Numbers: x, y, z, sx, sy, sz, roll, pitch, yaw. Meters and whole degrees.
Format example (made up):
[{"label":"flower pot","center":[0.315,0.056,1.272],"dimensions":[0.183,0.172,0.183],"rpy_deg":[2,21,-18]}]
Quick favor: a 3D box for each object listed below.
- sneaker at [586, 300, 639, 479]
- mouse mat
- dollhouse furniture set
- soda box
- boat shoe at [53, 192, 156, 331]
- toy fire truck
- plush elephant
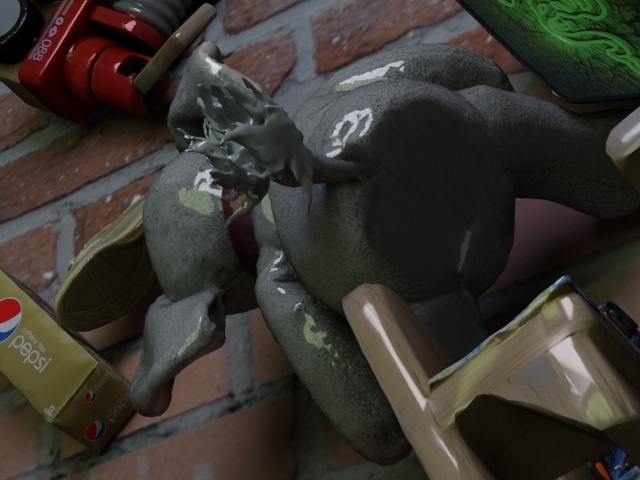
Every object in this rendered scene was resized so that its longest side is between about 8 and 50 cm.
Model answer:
[{"label":"sneaker","center":[0.145,0.103,0.977],"dimensions":[0.087,0.083,0.221],"rpy_deg":[-40,-2,30]},{"label":"mouse mat","center":[0.175,-0.143,1.155],"dimensions":[0.190,0.152,0.007],"rpy_deg":[52,141,46]},{"label":"dollhouse furniture set","center":[0.246,0.004,0.801],"dimensions":[0.362,0.394,0.256],"rpy_deg":[-38,45,11]},{"label":"soda box","center":[-0.213,0.088,1.337],"dimensions":[0.058,0.061,0.181],"rpy_deg":[-51,44,-4]},{"label":"boat shoe","center":[-0.152,0.011,1.335],"dimensions":[0.048,0.056,0.153],"rpy_deg":[0,45,53]},{"label":"toy fire truck","center":[-0.143,-0.199,1.431],"dimensions":[0.246,0.158,0.217],"rpy_deg":[22,76,32]},{"label":"plush elephant","center":[0.000,0.000,1.108],"dimensions":[0.255,0.330,0.272],"rpy_deg":[-7,63,56]}]
